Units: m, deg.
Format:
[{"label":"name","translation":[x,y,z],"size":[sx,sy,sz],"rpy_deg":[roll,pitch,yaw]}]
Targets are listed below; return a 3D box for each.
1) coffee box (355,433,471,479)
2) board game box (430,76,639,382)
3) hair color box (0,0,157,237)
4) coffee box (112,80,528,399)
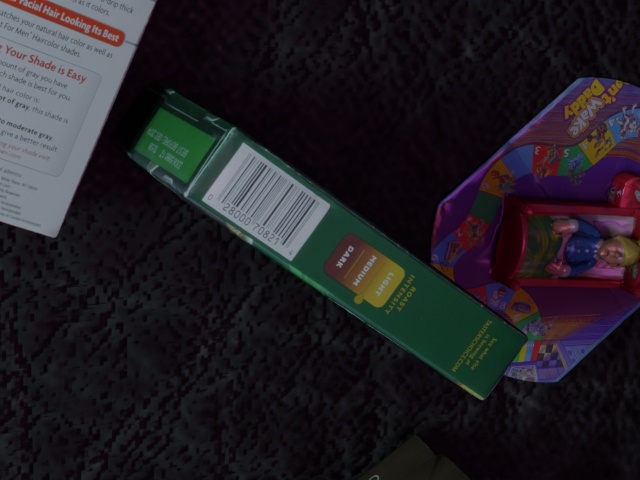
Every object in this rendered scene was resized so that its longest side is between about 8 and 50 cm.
[{"label":"coffee box","translation":[0.075,0.244,0.846],"size":[0.141,0.098,0.246],"rpy_deg":[-38,117,-6]},{"label":"board game box","translation":[0.139,-0.001,0.835],"size":[0.169,0.033,0.133],"rpy_deg":[-42,117,-7]},{"label":"hair color box","translation":[-0.127,-0.095,0.676],"size":[0.093,0.053,0.167],"rpy_deg":[19,100,-35]},{"label":"coffee box","translation":[0.000,0.000,0.733],"size":[0.184,0.113,0.040],"rpy_deg":[34,90,-29]}]
